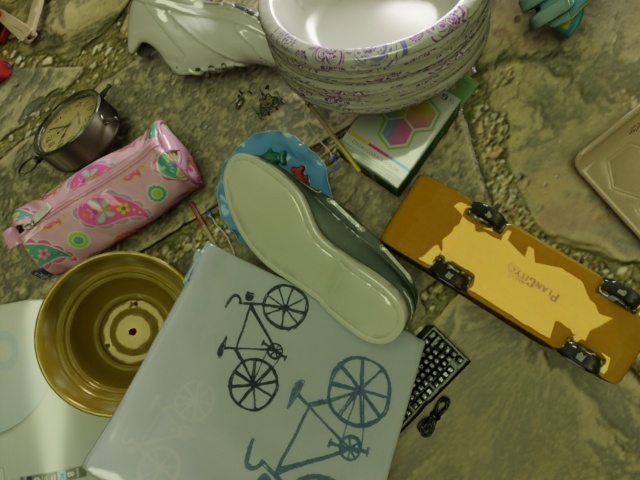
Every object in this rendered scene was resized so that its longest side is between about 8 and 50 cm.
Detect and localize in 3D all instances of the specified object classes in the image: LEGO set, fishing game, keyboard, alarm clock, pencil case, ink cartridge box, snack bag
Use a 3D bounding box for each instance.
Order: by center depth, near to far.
[{"bbox_3d":[-0.063,0.201,0.678,0.342,0.037,0.323,25,61,-3],"label":"snack bag"},{"bbox_3d":[0.131,0.217,0.780,0.108,0.023,0.180,44,93,10],"label":"keyboard"},{"bbox_3d":[0.128,-0.180,0.800,0.109,0.062,0.209,36,90,12],"label":"ink cartridge box"},{"bbox_3d":[-0.074,-0.066,0.807,0.264,0.041,0.189,-34,81,19],"label":"fishing game"},{"bbox_3d":[-0.345,0.231,0.820,0.384,0.091,0.309,-10,83,9],"label":"ink cartridge box"},{"bbox_3d":[-0.319,-0.060,0.831,0.284,0.124,0.124,-30,80,4],"label":"pencil case"},{"bbox_3d":[-0.389,-0.156,0.861,0.192,0.064,0.129,-31,48,5],"label":"alarm clock"},{"bbox_3d":[-0.091,-0.214,0.863,0.083,0.023,0.054,28,87,24],"label":"LEGO set"}]

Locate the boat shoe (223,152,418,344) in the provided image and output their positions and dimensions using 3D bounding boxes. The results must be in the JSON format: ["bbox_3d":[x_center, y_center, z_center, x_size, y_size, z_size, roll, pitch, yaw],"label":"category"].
[{"bbox_3d":[0.000,0.000,0.739,0.319,0.099,0.116,43,123,14],"label":"boat shoe"}]

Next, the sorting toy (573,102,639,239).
[{"bbox_3d":[0.480,-0.091,0.752,0.193,0.038,0.208,-39,84,3],"label":"sorting toy"}]

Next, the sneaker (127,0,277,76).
[{"bbox_3d":[-0.163,-0.304,0.853,0.296,0.111,0.130,22,105,13],"label":"sneaker"}]

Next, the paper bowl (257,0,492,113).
[{"bbox_3d":[0.073,-0.281,0.720,0.283,0.148,0.285,-7,60,11],"label":"paper bowl"}]

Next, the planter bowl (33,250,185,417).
[{"bbox_3d":[-0.268,0.128,0.774,0.216,0.090,0.218,1,81,-7],"label":"planter bowl"}]

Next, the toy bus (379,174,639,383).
[{"bbox_3d":[0.243,0.046,0.724,0.332,0.130,0.108,32,89,11],"label":"toy bus"}]

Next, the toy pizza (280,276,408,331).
[{"bbox_3d":[0.027,0.105,0.803,0.201,0.032,0.202,-1,83,9],"label":"toy pizza"}]

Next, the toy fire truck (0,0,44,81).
[{"bbox_3d":[-0.522,-0.359,0.930,0.135,0.047,0.192,-1,85,8],"label":"toy fire truck"}]

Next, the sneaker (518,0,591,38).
[{"bbox_3d":[0.260,-0.369,0.772,0.318,0.127,0.209,-5,112,32],"label":"sneaker"}]
